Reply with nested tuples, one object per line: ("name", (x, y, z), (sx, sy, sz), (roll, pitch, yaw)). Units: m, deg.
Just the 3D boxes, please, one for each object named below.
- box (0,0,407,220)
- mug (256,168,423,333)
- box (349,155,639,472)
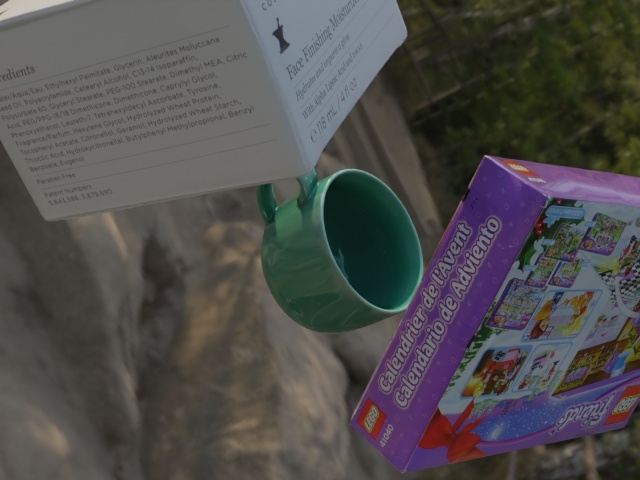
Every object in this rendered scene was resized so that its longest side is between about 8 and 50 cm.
("box", (-0.071, -0.116, 0.616), (0.119, 0.182, 0.181), (67, 31, -25))
("mug", (0.007, 0.003, 0.939), (0.129, 0.097, 0.157), (-10, 78, -50))
("box", (0.171, 0.051, 0.755), (0.293, 0.201, 0.057), (3, 28, -47))
